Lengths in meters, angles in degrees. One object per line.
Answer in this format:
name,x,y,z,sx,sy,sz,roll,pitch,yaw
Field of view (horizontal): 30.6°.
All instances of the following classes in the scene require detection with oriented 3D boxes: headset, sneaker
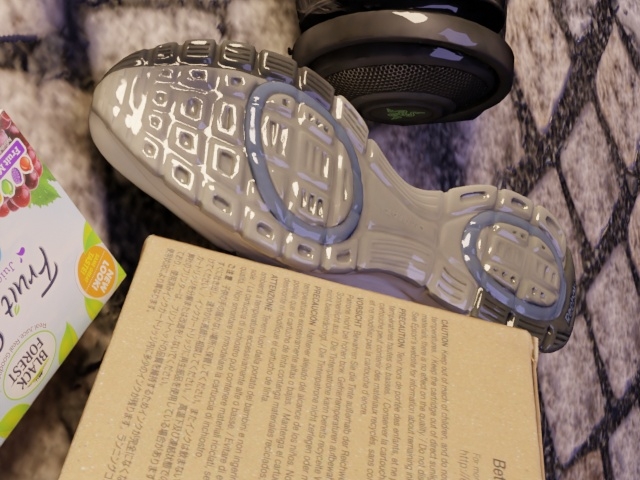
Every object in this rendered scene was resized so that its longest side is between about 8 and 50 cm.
headset,0.014,-0.181,0.683,0.394,0.185,0.243,-30,115,-66
sneaker,0.000,0.000,0.634,0.297,0.129,0.111,30,57,-26

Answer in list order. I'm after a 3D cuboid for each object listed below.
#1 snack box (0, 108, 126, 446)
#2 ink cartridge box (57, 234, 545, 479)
snack box,-0.153,0.028,0.486,0.100,0.037,0.141,60,44,-32
ink cartridge box,-0.009,0.116,0.478,0.235,0.193,0.088,-80,-172,-55
